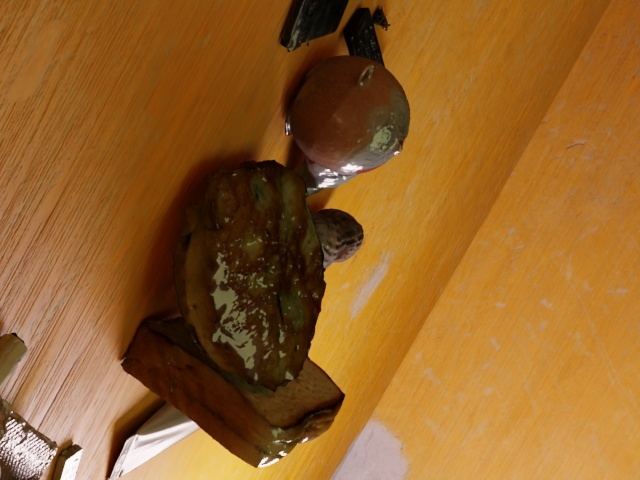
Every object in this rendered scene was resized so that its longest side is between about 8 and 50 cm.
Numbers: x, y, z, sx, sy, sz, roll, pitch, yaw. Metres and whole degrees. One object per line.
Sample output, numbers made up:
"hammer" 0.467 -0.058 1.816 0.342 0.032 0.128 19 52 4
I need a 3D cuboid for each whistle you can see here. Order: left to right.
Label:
"whistle" 0.032 -0.147 1.903 0.189 0.189 0.348 -48 171 -34

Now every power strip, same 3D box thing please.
"power strip" -0.369 0.333 1.815 0.040 0.016 0.090 -36 152 -53

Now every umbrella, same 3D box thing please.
"umbrella" 0.097 -0.347 1.977 0.083 0.020 0.031 7 74 -73

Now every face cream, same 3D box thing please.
"face cream" -0.217 0.283 2.088 0.341 0.084 0.137 -33 160 -43

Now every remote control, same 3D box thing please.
"remote control" 0.072 -0.293 1.985 0.063 0.025 0.245 -57 164 -10

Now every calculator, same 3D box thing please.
"calculator" 0.027 -0.383 1.694 0.161 0.021 0.262 -32 149 -59

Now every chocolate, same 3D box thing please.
"chocolate" 0.000 0.000 2.156 0.248 0.110 0.110 -17 136 -63

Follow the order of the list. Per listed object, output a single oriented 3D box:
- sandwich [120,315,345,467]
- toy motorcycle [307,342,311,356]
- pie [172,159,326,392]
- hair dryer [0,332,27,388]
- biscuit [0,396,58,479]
"sandwich" -0.116 0.214 1.894 0.099 0.271 0.301 -54 165 15
"toy motorcycle" -0.068 0.207 2.337 0.159 0.106 0.270 80 33 -72
"pie" -0.094 0.043 1.784 0.288 0.103 0.355 -46 129 -50
"hair dryer" -0.379 0.192 1.375 0.236 0.131 0.073 -62 168 -48
"biscuit" -0.393 0.258 1.530 0.108 0.062 0.239 -56 165 -16
